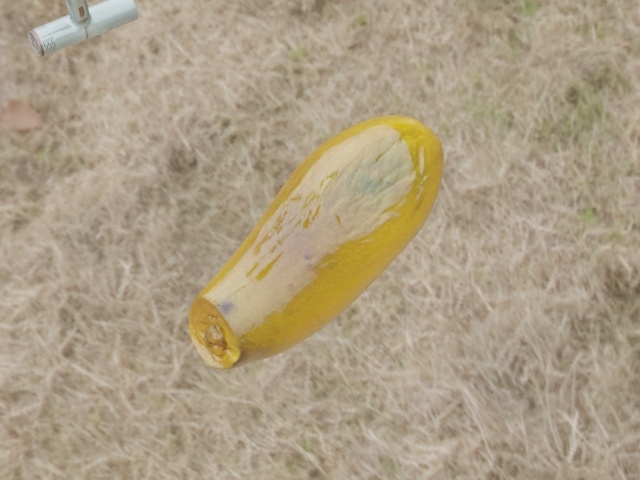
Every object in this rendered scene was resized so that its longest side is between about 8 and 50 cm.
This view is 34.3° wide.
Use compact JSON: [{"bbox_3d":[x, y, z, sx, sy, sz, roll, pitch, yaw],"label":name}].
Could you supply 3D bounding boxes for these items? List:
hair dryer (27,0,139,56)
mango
[{"bbox_3d":[-0.309,-0.324,1.384,0.154,0.183,0.044,-30,83,-25],"label":"hair dryer"},{"bbox_3d":[-0.001,0.003,1.139,0.359,0.187,0.144,-46,68,-3],"label":"mango"}]
